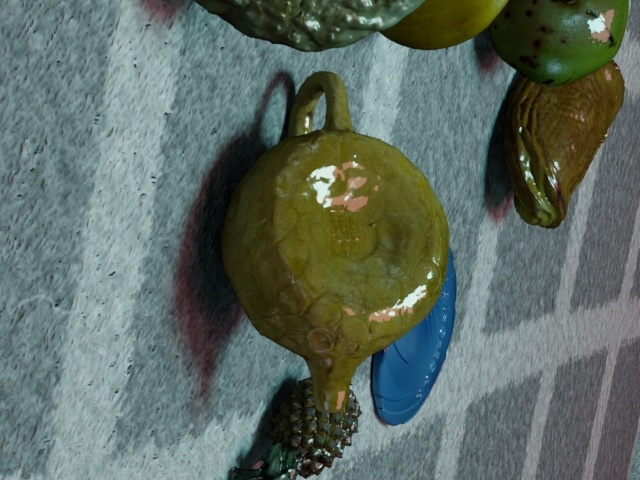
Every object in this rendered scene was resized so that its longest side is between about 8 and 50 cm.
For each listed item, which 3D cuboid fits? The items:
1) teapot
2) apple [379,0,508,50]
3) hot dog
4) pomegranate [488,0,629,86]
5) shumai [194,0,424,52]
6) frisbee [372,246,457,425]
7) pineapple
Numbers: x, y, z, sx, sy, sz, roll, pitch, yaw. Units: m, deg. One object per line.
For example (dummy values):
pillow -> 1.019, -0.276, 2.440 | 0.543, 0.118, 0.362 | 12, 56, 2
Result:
teapot -> 0.000, 0.000, 1.353 | 0.203, 0.167, 0.311 | 1, 73, -26
apple -> 0.117, -0.276, 1.460 | 0.182, 0.155, 0.182 | 11, 90, -69
hot dog -> 0.322, -0.140, 2.057 | 0.272, 0.122, 0.196 | -59, 149, -28
pomegranate -> 0.296, -0.289, 1.869 | 0.210, 0.179, 0.179 | -71, 167, -72
shumai -> -0.036, -0.286, 1.151 | 0.261, 0.222, 0.225 | 16, 117, -38
frisbee -> 0.130, 0.115, 1.845 | 0.242, 0.045, 0.242 | 11, 90, -67
pineapple -> -0.023, 0.219, 1.494 | 0.221, 0.083, 0.103 | -55, 148, -37
